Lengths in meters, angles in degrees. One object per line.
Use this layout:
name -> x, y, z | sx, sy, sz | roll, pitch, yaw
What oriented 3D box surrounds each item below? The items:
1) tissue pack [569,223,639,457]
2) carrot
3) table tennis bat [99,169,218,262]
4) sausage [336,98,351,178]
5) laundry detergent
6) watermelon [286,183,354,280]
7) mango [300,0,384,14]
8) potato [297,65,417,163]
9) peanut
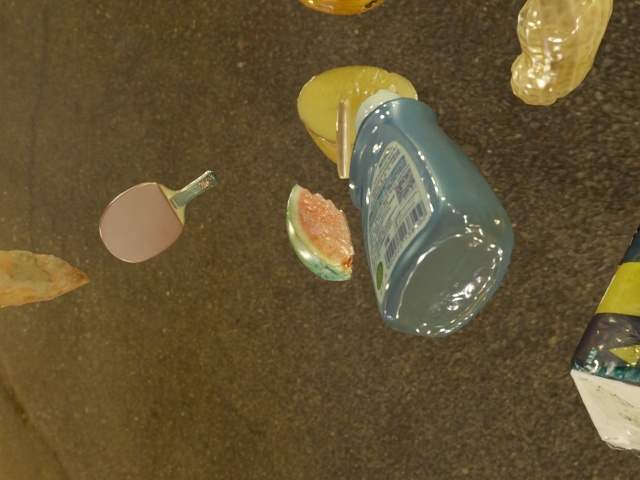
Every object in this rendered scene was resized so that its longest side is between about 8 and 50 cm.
tissue pack -> 0.657, 0.171, 1.151 | 0.253, 0.416, 0.264 | 5, 140, 49
carrot -> -0.421, 0.052, 0.832 | 0.102, 0.263, 0.102 | 0, 89, 41
table tennis bat -> -0.334, -0.064, 1.355 | 0.021, 0.274, 0.154 | 24, 146, 55
sausage -> 0.036, -0.158, 0.999 | 0.024, 0.024, 0.132 | 29, 136, 37
laundry detergent -> 0.088, -0.051, 0.629 | 0.290, 0.094, 0.143 | -99, 23, -50
watermelon -> -0.020, 0.008, 1.409 | 0.146, 0.128, 0.231 | 116, 148, -52
mango -> 0.026, -0.478, 1.102 | 0.236, 0.136, 0.166 | 22, 122, 26
potato -> 0.068, -0.199, 1.152 | 0.158, 0.203, 0.178 | 82, 180, -61
peanut -> 0.421, -0.354, 1.153 | 0.153, 0.140, 0.325 | 30, 159, 14
